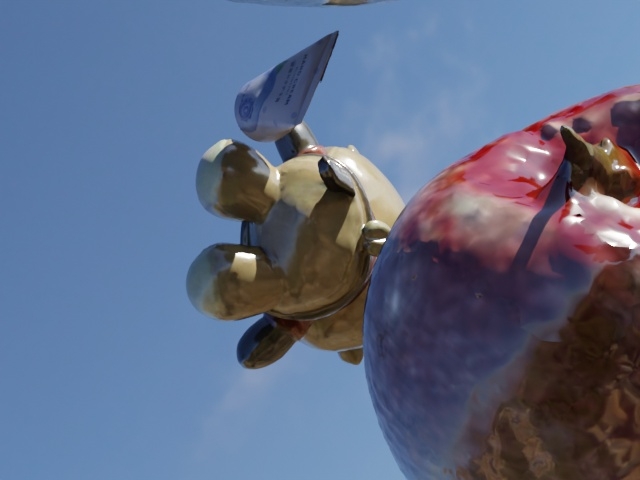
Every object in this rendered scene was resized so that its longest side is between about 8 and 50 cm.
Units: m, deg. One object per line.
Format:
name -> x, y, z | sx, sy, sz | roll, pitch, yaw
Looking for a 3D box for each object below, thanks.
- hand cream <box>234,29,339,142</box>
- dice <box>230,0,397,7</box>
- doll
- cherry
hand cream -> -0.031, -0.115, 1.072 | 0.142, 0.053, 0.084 | -23, 44, 66
dice -> -0.006, -0.274, 0.995 | 0.182, 0.181, 0.183 | -1, 1, -11
doll -> 0.000, 0.000, 1.226 | 0.174, 0.235, 0.330 | -2, -6, 14
cherry -> 0.138, 0.057, 0.628 | 0.230, 0.203, 0.300 | -34, -44, -30
